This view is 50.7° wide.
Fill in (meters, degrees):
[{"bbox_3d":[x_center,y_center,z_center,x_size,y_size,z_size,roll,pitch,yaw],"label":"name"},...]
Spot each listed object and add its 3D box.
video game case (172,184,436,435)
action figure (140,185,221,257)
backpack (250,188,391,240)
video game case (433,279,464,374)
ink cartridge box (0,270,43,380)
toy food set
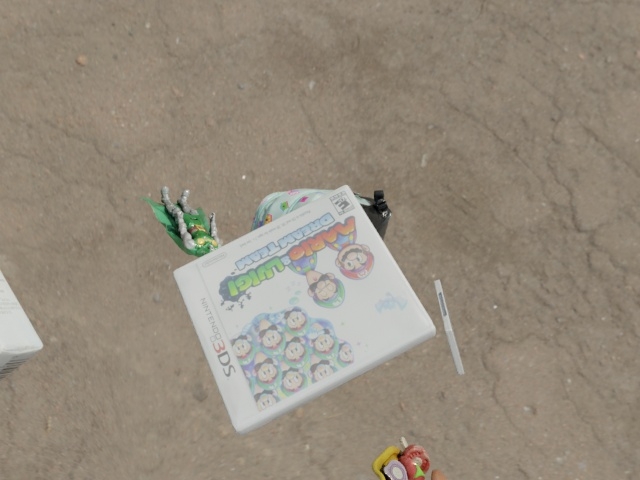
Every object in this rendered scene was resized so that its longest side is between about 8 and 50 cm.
[{"bbox_3d":[-0.017,0.046,0.506,0.157,0.019,0.143,-27,59,-4],"label":"video game case"},{"bbox_3d":[-0.247,-0.026,1.307,0.137,0.063,0.232,4,31,-38],"label":"action figure"},{"bbox_3d":[0.000,0.000,0.873,0.182,0.115,0.151,8,88,-51],"label":"backpack"},{"bbox_3d":[0.189,0.127,1.000,0.011,0.087,0.122,-15,30,10],"label":"video game case"},{"bbox_3d":[-0.617,0.085,0.956,0.308,0.091,0.384,-37,76,8],"label":"ink cartridge box"},{"bbox_3d":[0.146,0.369,1.017,0.071,0.218,0.128,-24,84,22],"label":"toy food set"}]
